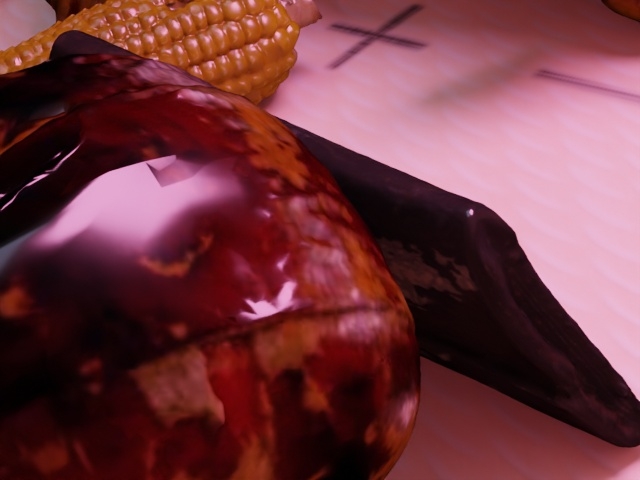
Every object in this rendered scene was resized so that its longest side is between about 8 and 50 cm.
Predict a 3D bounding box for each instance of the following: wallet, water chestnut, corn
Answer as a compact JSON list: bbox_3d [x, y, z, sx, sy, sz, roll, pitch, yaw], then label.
[{"bbox_3d":[0.000,0.000,0.850,0.044,0.170,0.321,-49,41,-13],"label":"wallet"},{"bbox_3d":[-0.102,0.069,0.713,0.289,0.244,0.289,-18,29,11],"label":"water chestnut"},{"bbox_3d":[-0.122,-0.100,1.126,0.261,0.097,0.097,-21,31,-7],"label":"corn"}]

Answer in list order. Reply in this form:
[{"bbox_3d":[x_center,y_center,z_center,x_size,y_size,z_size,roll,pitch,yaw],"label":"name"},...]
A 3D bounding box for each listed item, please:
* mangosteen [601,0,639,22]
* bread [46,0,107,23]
[{"bbox_3d":[0.177,-0.304,1.111,0.382,0.382,0.435,-12,66,6],"label":"mangosteen"},{"bbox_3d":[-0.096,-0.286,1.244,0.167,0.324,0.277,2,30,-15],"label":"bread"}]
